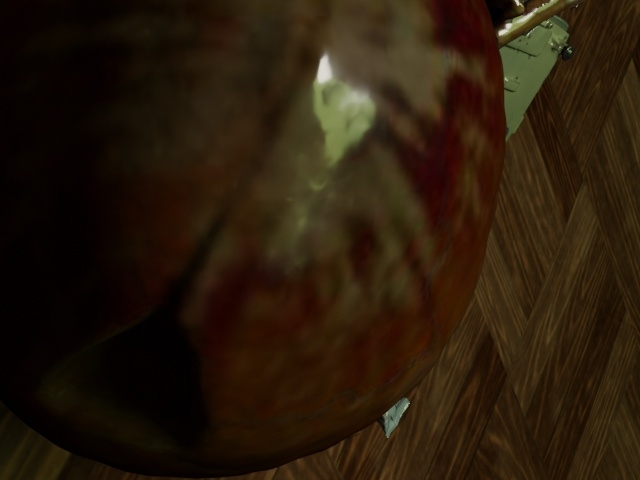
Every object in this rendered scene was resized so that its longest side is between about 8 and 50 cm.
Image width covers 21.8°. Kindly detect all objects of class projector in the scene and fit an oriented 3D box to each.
[{"bbox_3d":[0.126,-0.167,1.633,0.269,0.088,0.194,10,116,-53],"label":"projector"}]

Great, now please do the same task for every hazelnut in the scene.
[{"bbox_3d":[-0.052,-0.049,1.096,0.402,0.402,0.429,48,56,-50],"label":"hazelnut"}]

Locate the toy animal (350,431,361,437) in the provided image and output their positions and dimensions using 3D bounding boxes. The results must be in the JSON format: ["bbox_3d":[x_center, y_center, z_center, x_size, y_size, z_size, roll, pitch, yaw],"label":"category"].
[{"bbox_3d":[-0.001,-0.003,1.390,0.191,0.216,0.338,42,59,-21],"label":"toy animal"}]

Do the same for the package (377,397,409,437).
[{"bbox_3d":[0.026,0.105,1.256,0.110,0.015,0.037,43,67,-26],"label":"package"}]

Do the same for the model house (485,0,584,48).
[{"bbox_3d":[0.003,-0.258,1.316,0.282,0.297,0.317,-32,104,-9],"label":"model house"}]
